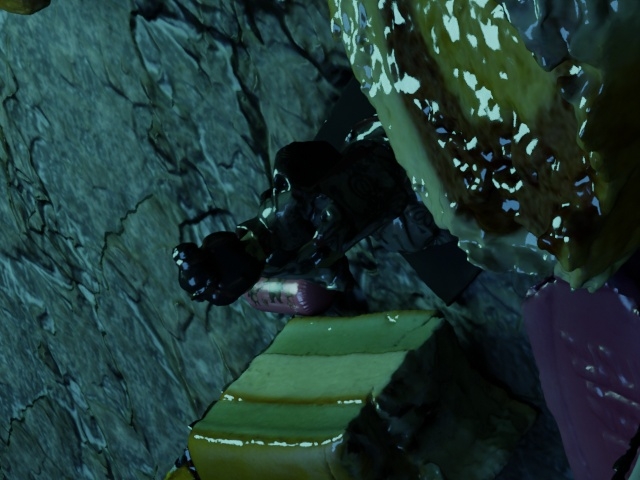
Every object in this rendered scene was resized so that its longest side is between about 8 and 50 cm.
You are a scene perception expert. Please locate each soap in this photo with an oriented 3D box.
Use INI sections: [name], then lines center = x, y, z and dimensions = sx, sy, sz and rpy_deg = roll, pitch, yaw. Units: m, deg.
[soap]
center = 0.214, 0.097, 1.008
dimensions = 0.162, 0.099, 0.250
rpy_deg = 10, 125, 56

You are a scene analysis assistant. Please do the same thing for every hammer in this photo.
[hammer]
center = -0.023, 0.038, 1.298
dimensions = 0.083, 0.043, 0.043
rpy_deg = 3, 120, 49

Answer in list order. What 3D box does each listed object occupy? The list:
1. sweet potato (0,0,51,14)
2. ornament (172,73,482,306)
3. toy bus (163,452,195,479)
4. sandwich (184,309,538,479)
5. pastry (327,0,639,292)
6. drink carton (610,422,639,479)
[sweet potato]
center = -0.338, -0.301, 1.354
dimensions = 0.354, 0.095, 0.106
rpy_deg = 44, -175, 23
[ornament]
center = 0.000, 0.000, 1.101
dimensions = 0.153, 0.196, 0.166
rpy_deg = 49, 147, 11
[toy bus]
center = -0.041, 0.253, 1.448
dimensions = 0.201, 0.098, 0.114
rpy_deg = 52, 147, 8
[sandwich]
center = 0.054, 0.180, 1.210
dimensions = 0.198, 0.155, 0.227
rpy_deg = -7, 123, 48
[pastry]
center = 0.122, -0.120, 0.886
dimensions = 0.237, 0.170, 0.256
rpy_deg = 55, 157, 39
[drink carton]
center = 0.301, 0.149, 0.767
dimensions = 0.325, 0.194, 0.132
rpy_deg = -2, 121, 30
